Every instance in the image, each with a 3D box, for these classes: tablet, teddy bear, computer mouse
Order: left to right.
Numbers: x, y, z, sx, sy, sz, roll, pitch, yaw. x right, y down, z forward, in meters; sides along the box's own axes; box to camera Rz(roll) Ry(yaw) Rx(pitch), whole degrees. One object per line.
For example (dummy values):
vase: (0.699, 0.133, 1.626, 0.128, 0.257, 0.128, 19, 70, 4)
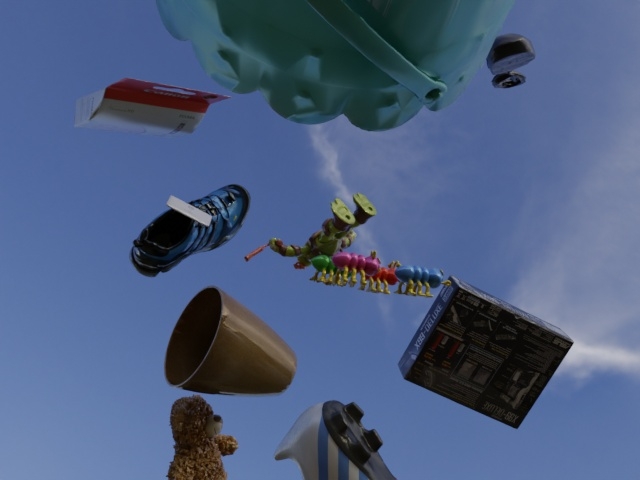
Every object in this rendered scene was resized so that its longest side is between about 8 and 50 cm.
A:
tablet: (-0.234, -0.053, 1.182, 0.083, 0.054, 0.006, 29, -72, -13)
teddy bear: (-0.273, 0.534, 1.546, 0.113, 0.338, 0.245, -6, -18, 33)
computer mouse: (0.297, -0.282, 1.042, 0.071, 0.242, 0.041, -16, -94, 16)

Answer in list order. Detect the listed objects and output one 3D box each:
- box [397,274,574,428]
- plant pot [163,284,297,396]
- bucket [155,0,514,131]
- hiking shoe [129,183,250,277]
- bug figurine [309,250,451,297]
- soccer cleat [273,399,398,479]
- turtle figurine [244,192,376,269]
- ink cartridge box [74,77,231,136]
box: (0.364, 0.251, 1.462, 0.307, 0.076, 0.243, 25, -77, -12)
plant pot: (-0.187, 0.259, 1.512, 0.254, 0.237, 0.237, 29, -57, -30)
bucket: (0.020, -0.230, 0.419, 0.281, 0.281, 0.183, 14, -23, -5)
hiking shoe: (-0.256, -0.033, 1.385, 0.113, 0.304, 0.132, 48, -30, 6)
bug figurine: (0.101, 0.060, 1.238, 0.216, 0.279, 0.072, 10, -95, -17)
soccer cleat: (0.064, 0.371, 0.863, 0.143, 0.116, 0.331, -41, -109, 19)
turtle figurine: (0.000, 0.000, 1.307, 0.269, 0.087, 0.217, -3, -29, -39)
ink cartridge box: (-0.288, -0.217, 1.121, 0.189, 0.232, 0.066, 1, -85, -38)
